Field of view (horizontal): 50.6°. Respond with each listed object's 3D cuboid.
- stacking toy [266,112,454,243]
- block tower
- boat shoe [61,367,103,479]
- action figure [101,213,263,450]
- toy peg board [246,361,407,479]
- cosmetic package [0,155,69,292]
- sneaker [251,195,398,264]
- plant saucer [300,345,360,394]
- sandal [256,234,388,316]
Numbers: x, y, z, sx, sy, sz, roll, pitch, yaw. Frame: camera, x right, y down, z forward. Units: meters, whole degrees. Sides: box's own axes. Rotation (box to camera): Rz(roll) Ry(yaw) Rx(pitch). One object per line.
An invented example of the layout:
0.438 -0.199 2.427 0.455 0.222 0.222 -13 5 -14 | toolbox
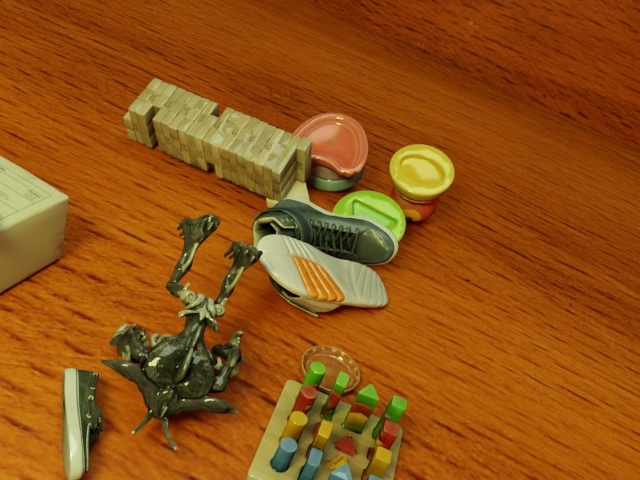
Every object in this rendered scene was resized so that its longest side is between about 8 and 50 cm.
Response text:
0.065 -0.081 1.285 0.309 0.130 0.279 26 60 13 | stacking toy
-0.185 -0.179 1.204 0.335 0.091 0.097 22 59 12 | block tower
-0.252 0.189 0.719 0.040 0.049 0.142 5 34 -25 | boat shoe
-0.158 0.114 0.808 0.164 0.141 0.276 24 58 -11 | action figure
0.020 0.228 0.789 0.161 0.079 0.161 23 32 3 | toy peg board
-0.470 0.010 0.797 0.160 0.113 0.309 29 33 13 | cosmetic package
-0.001 0.002 1.079 0.226 0.086 0.163 18 20 18 | sneaker
0.013 0.177 0.918 0.083 0.013 0.083 15 32 -10 | plant saucer
-0.002 0.072 1.019 0.265 0.076 0.102 21 40 -42 | sandal
